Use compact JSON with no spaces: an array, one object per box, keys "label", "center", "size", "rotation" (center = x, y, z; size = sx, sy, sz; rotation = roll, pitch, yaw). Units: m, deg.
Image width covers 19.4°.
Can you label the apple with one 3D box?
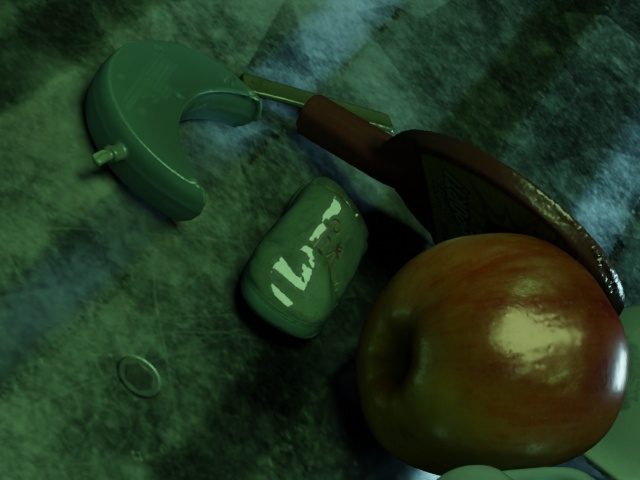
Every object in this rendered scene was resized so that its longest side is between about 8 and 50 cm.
[{"label":"apple","center":[0.157,0.110,1.788],"size":[0.241,0.242,0.242],"rotation":[-3,55,-36]}]

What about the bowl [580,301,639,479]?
[{"label":"bowl","center":[0.404,0.156,1.978],"size":[0.345,0.157,0.345],"rotation":[22,20,-9]}]

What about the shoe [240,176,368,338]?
[{"label":"shoe","center":[0.000,0.000,1.870],"size":[0.103,0.100,0.251],"rotation":[38,31,-9]}]

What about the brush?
[{"label":"brush","center":[-0.006,-0.147,2.093],"size":[0.190,0.027,0.034],"rotation":[14,39,-26]}]

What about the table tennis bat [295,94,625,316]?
[{"label":"table tennis bat","center":[0.146,-0.038,1.969],"size":[0.414,0.268,0.051],"rotation":[33,71,23]}]

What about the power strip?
[{"label":"power strip","center":[-0.158,-0.118,1.874],"size":[0.167,0.054,0.253],"rotation":[37,34,-5]}]

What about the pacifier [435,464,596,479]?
[{"label":"pacifier","center":[0.164,0.319,1.628],"size":[0.226,0.238,0.287],"rotation":[64,25,-22]}]
